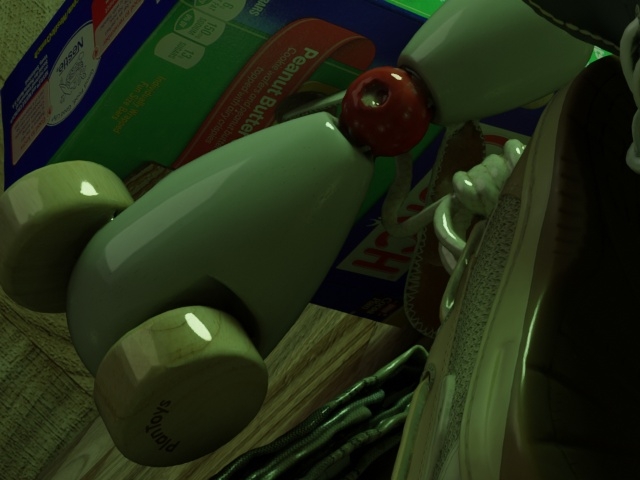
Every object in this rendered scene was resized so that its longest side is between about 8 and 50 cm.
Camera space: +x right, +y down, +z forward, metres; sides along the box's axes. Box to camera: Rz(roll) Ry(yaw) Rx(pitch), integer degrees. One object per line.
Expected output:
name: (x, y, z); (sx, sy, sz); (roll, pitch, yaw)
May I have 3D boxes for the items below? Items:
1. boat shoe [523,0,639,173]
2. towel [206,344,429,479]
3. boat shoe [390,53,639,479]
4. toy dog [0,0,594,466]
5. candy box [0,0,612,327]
boat shoe: (0.130, -0.064, 0.504); (0.099, 0.116, 0.319); (-48, 31, -6)
towel: (-0.104, 0.194, 0.893); (0.312, 0.056, 0.324); (-27, -10, -42)
boat shoe: (0.088, 0.031, 0.587); (0.098, 0.109, 0.302); (-41, 12, 35)
toy dog: (0.000, 0.000, 0.857); (0.334, 0.220, 0.161); (-16, -31, 7)
candy box: (-0.001, -0.085, 1.038); (0.268, 0.317, 0.122); (-44, 43, 39)
